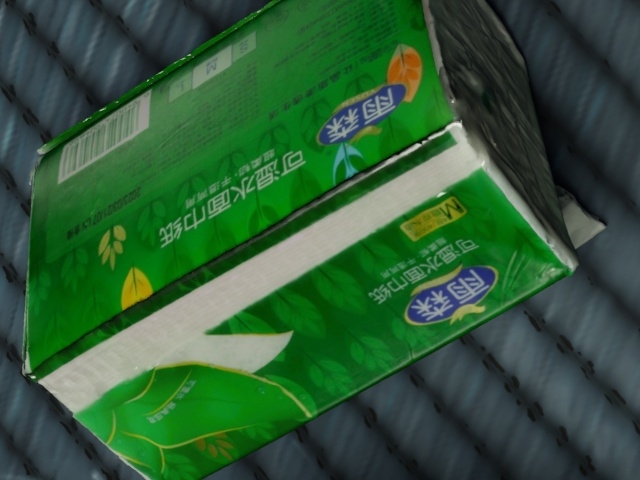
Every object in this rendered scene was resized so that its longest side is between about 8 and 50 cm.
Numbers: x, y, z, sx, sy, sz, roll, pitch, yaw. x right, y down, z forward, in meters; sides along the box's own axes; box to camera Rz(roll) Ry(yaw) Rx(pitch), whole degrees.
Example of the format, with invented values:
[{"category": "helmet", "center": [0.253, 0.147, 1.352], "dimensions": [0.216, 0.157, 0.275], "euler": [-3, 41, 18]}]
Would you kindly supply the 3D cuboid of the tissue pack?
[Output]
[{"category": "tissue pack", "center": [0.001, 0.001, 0.776], "dimensions": [0.209, 0.148, 0.156], "euler": [-30, 126, 19]}]
